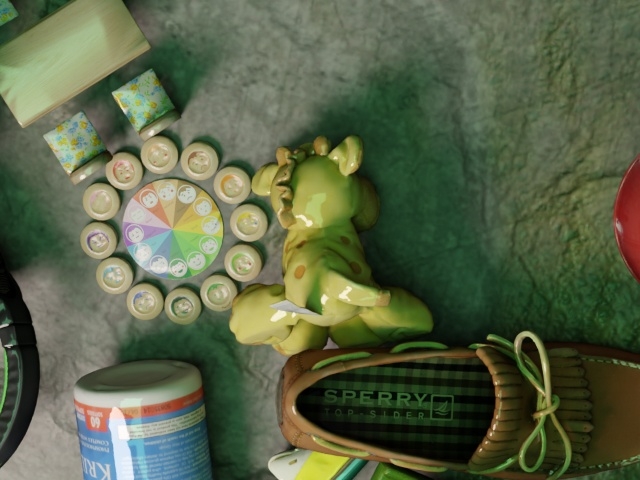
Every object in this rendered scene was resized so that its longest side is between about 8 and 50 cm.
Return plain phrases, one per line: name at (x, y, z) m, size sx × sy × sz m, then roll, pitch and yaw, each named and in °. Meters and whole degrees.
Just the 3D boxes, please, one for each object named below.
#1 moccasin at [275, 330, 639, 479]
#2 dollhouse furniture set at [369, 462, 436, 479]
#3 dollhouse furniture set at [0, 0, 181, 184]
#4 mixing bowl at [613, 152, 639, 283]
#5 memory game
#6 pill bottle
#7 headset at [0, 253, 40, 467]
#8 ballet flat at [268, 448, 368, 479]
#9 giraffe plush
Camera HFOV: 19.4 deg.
moccasin at (0.152, 0.146, 1.692) m, size 0.380 × 0.147 × 0.139 m, roll 8°, pitch 88°, yaw -7°
dollhouse furniture set at (0.168, 0.340, 1.693) m, size 0.301 × 0.197 × 0.151 m, roll 24°, pitch 94°, yaw -11°
dollhouse furniture set at (-0.273, -0.141, 1.675) m, size 0.242 × 0.161 × 0.212 m, roll -32°, pitch 96°, yaw -3°
mixing bowl at (0.354, -0.009, 1.676) m, size 0.181 × 0.098 × 0.182 m, roll 2°, pitch 103°, yaw 8°
memory game at (-0.140, -0.009, 1.789) m, size 0.186 × 0.012 × 0.186 m, roll 2°, pitch 103°, yaw 8°
pill bottle at (-0.163, 0.234, 1.787) m, size 0.124 × 0.124 × 0.222 m, roll -4°, pitch 101°, yaw 9°
headset at (-0.416, 0.052, 1.752) m, size 0.243 × 0.185 × 0.394 m, roll -20°, pitch 82°, yaw 11°
ballet flat at (-0.031, 0.250, 1.802) m, size 0.077 × 0.077 × 0.231 m, roll 39°, pitch 106°, yaw 12°
giraffe plush at (0.000, 0.000, 1.707) m, size 0.181 × 0.210 × 0.171 m, roll -7°, pitch 72°, yaw 13°
